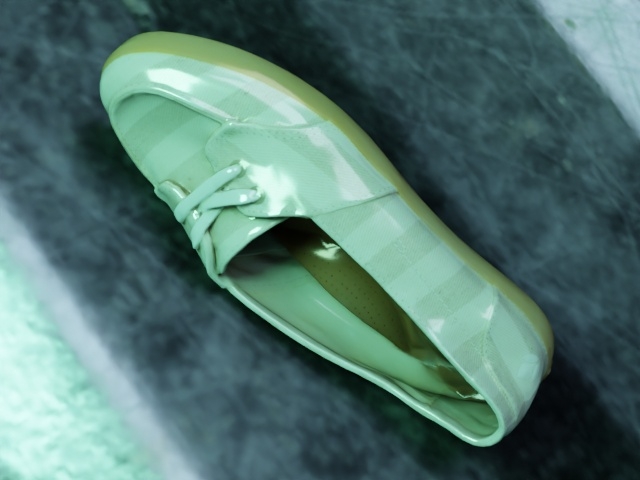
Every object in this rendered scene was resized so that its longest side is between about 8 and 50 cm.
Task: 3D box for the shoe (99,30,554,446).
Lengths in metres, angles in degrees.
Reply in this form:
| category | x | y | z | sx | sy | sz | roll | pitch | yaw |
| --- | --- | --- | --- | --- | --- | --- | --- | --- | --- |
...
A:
| category | x | y | z | sx | sy | sz | roll | pitch | yaw |
| --- | --- | --- | --- | --- | --- | --- | --- | --- | --- |
| shoe | 0.000 | 0.000 | 0.653 | 0.219 | 0.076 | 0.058 | 38 | 44 | -5 |
